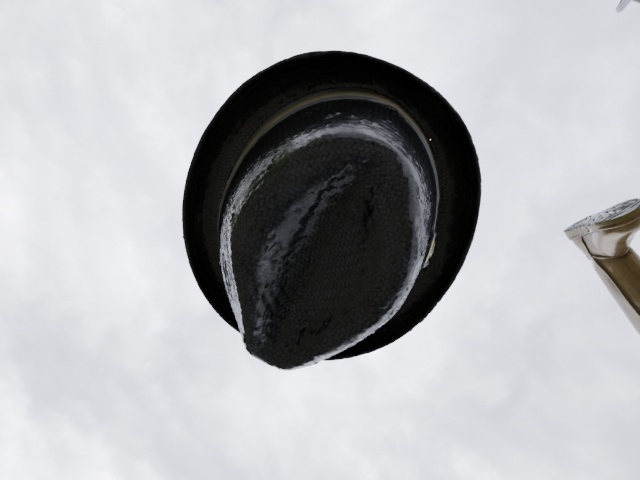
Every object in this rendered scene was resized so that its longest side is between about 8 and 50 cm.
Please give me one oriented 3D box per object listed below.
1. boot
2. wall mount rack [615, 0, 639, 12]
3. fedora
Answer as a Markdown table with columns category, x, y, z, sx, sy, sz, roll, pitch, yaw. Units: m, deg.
| category | x | y | z | sx | sy | sz | roll | pitch | yaw |
| --- | --- | --- | --- | --- | --- | --- | --- | --- | --- |
| boot | 0.592 | 0.063 | 0.933 | 0.089 | 0.236 | 0.269 | -34 | -98 | 2 |
| wall mount rack | 0.546 | -0.602 | 0.918 | 0.350 | 0.130 | 0.304 | 33 | -87 | 9 |
| fedora | 0.000 | 0.000 | 0.472 | 0.334 | 0.152 | 0.334 | 2 | -70 | 5 |
